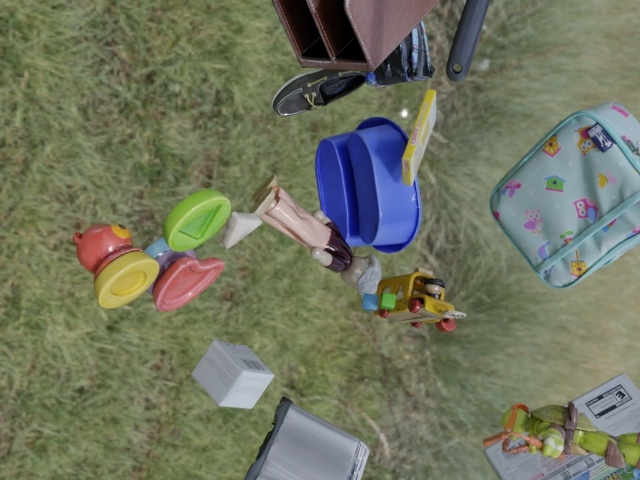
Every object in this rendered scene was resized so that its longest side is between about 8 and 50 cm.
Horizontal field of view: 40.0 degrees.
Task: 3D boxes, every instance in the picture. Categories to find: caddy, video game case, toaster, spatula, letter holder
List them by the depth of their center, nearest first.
[{"bbox_3d":[0.205,-0.334,1.057,0.030,0.084,0.296,-38,148,-67],"label":"spatula"},{"bbox_3d":[-0.026,0.330,1.219,0.227,0.146,0.129,-62,176,-54],"label":"toaster"},{"bbox_3d":[0.072,-0.430,1.313,0.302,0.152,0.214,-49,132,-27],"label":"letter holder"},{"bbox_3d":[0.523,0.441,1.636,0.329,0.300,0.036,-25,146,-11],"label":"video game case"},{"bbox_3d":[0.129,-0.132,2.166,0.179,0.241,0.341,-11,95,-39],"label":"caddy"}]

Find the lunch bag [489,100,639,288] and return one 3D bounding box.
[{"bbox_3d":[0.416,-0.065,1.378,0.108,0.224,0.279,-19,160,-42],"label":"lunch bag"}]

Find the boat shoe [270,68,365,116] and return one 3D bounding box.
[{"bbox_3d":[-0.003,-0.337,1.965,0.081,0.228,0.068,59,5,-46],"label":"boat shoe"}]

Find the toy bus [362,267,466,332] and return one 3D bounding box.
[{"bbox_3d":[0.197,0.110,1.752,0.191,0.202,0.104,57,40,-69],"label":"toy bus"}]

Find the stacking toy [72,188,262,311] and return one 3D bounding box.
[{"bbox_3d":[-0.278,-0.008,1.599,0.279,0.130,0.309,-45,160,7],"label":"stacking toy"}]

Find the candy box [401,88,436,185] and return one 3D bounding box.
[{"bbox_3d":[0.229,-0.238,2.028,0.105,0.027,0.206,82,27,-60],"label":"candy box"}]

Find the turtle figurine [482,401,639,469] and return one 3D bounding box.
[{"bbox_3d":[0.328,0.255,1.141,0.269,0.217,0.087,53,52,-73],"label":"turtle figurine"}]

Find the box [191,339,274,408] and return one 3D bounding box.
[{"bbox_3d":[-0.166,0.256,1.673,0.087,0.102,0.101,-56,146,9],"label":"box"}]

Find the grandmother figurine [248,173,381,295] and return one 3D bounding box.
[{"bbox_3d":[0.000,0.000,1.904,0.342,0.104,0.208,40,32,-19],"label":"grandmother figurine"}]

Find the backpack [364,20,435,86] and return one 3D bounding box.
[{"bbox_3d":[0.150,-0.402,1.768,0.158,0.117,0.173,-27,110,-64],"label":"backpack"}]
